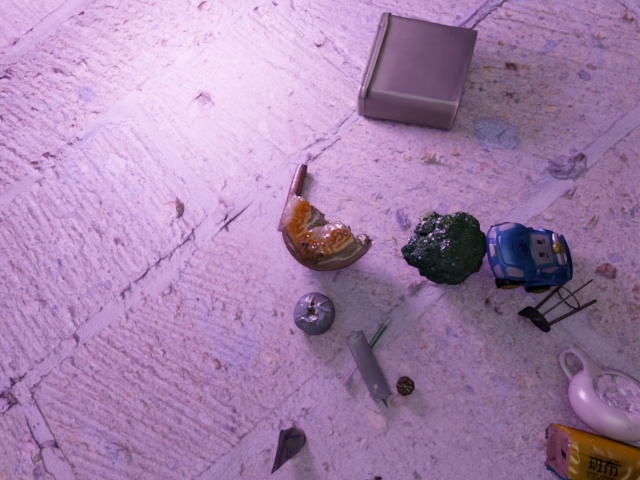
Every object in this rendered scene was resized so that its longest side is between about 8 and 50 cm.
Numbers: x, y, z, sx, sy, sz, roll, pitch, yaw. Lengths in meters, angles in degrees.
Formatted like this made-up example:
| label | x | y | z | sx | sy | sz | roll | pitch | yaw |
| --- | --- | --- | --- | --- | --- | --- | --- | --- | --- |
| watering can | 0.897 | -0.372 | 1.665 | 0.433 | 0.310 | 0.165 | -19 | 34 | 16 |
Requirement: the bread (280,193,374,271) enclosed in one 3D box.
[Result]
| label | x | y | z | sx | sy | sz | roll | pitch | yaw |
| --- | --- | --- | --- | --- | --- | --- | --- | --- | --- |
| bread | 0.001 | 0.005 | 1.445 | 0.314 | 0.171 | 0.191 | 29 | 85 | 17 |

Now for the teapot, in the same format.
| label | x | y | z | sx | sy | sz | roll | pitch | yaw |
| --- | --- | --- | --- | --- | --- | --- | --- | --- | --- |
| teapot | 0.776 | 0.418 | 1.198 | 0.209 | 0.165 | 0.299 | -29 | 53 | -16 |

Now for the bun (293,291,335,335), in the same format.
| label | x | y | z | sx | sy | sz | roll | pitch | yaw |
| --- | --- | --- | --- | --- | --- | --- | --- | --- | --- |
| bun | -0.022 | 0.234 | 1.431 | 0.141 | 0.083 | 0.140 | -3 | 73 | 11 |

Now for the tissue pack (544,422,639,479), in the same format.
| label | x | y | z | sx | sy | sz | roll | pitch | yaw |
| --- | --- | --- | --- | --- | --- | --- | --- | --- | --- |
| tissue pack | 0.753 | 0.588 | 1.150 | 0.271 | 0.192 | 0.133 | 13 | 78 | 12 |

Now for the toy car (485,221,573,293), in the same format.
| label | x | y | z | sx | sy | sz | roll | pitch | yaw |
| --- | --- | --- | --- | --- | --- | --- | --- | --- | --- |
| toy car | 0.616 | 0.043 | 1.286 | 0.315 | 0.166 | 0.198 | 11 | 68 | -34 |

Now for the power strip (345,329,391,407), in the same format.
| label | x | y | z | sx | sy | sz | roll | pitch | yaw |
| --- | --- | --- | --- | --- | --- | --- | --- | --- | --- |
| power strip | 0.152 | 0.397 | 1.370 | 0.060 | 0.027 | 0.252 | -24 | 81 | -6 |

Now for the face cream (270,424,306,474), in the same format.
| label | x | y | z | sx | sy | sz | roll | pitch | yaw |
| --- | --- | --- | --- | --- | --- | --- | --- | --- | --- |
| face cream | -0.096 | 0.589 | 1.270 | 0.070 | 0.224 | 0.114 | 9 | 76 | 11 |

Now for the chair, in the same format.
| label | x | y | z | sx | sy | sz | roll | pitch | yaw |
| --- | --- | --- | --- | --- | --- | --- | --- | --- | --- |
| chair | 0.710 | 0.198 | 1.318 | 0.222 | 0.104 | 0.095 | -30 | 89 | -2 |

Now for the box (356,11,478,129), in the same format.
| label | x | y | z | sx | sy | sz | roll | pitch | yaw |
| --- | --- | --- | --- | --- | --- | --- | --- | --- | --- |
| box | 0.336 | -0.590 | 1.554 | 0.344 | 0.177 | 0.351 | 15 | 77 | 12 |

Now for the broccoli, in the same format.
| label | x | y | z | sx | sy | sz | roll | pitch | yaw |
| --- | --- | --- | --- | --- | --- | --- | --- | --- | --- |
| broccoli | 0.372 | 0.012 | 1.365 | 0.270 | 0.269 | 0.270 | -17 | 36 | 4 |

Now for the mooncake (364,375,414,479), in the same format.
| label | x | y | z | sx | sy | sz | roll | pitch | yaw |
| --- | --- | --- | --- | --- | --- | --- | --- | --- | --- |
| mooncake | 0.205 | 0.583 | 1.318 | 0.151 | 0.057 | 0.346 | -4 | 67 | 21 |

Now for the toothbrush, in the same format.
| label | x | y | z | sx | sy | sz | roll | pitch | yaw |
| --- | --- | --- | --- | --- | --- | --- | --- | --- | --- |
| toothbrush | 0.148 | 0.351 | 1.403 | 0.018 | 0.024 | 0.257 | 37 | 82 | -4 |

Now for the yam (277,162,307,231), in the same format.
| label | x | y | z | sx | sy | sz | roll | pitch | yaw |
| --- | --- | --- | --- | --- | --- | --- | --- | --- | --- |
| yam | -0.098 | -0.152 | 1.569 | 0.046 | 0.046 | 0.263 | 13 | 77 | 13 |
